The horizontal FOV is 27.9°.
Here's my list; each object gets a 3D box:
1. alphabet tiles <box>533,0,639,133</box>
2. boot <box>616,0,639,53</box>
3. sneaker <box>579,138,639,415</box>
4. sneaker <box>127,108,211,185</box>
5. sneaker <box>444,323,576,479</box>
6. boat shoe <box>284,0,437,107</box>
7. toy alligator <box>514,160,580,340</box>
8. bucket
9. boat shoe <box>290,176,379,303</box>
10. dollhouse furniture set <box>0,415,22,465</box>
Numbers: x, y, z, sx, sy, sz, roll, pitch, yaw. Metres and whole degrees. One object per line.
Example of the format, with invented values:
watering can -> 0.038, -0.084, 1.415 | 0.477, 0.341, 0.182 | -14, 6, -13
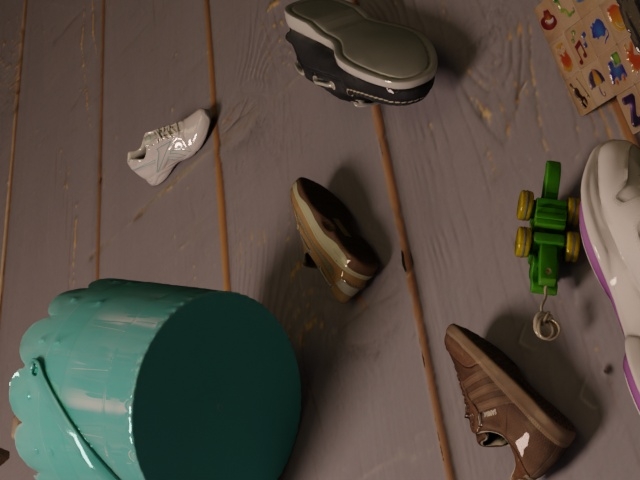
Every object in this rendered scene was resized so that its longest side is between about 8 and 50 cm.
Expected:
alphabet tiles -> 0.262, -0.195, 1.161 | 0.198, 0.009, 0.237 | 67, 165, 4
boot -> 0.386, -0.126, 0.938 | 0.222, 0.118, 0.338 | -41, 74, 24
sneaker -> 0.302, 0.030, 1.032 | 0.152, 0.114, 0.305 | -27, 49, 20
sneaker -> -0.218, -0.140, 1.851 | 0.152, 0.061, 0.054 | -40, 36, 24
sneaker -> 0.150, 0.143, 1.154 | 0.071, 0.066, 0.188 | -55, 33, 9
boat shoe -> 0.051, -0.210, 1.534 | 0.114, 0.091, 0.302 | -17, 31, -15
toy alligator -> 0.208, 0.015, 1.195 | 0.051, 0.056, 0.190 | 93, -176, -62
bucket -> -0.166, 0.171, 1.367 | 0.183, 0.281, 0.281 | 0, 65, 43
boat shoe -> 0.000, 0.000, 1.463 | 0.072, 0.068, 0.190 | -59, 32, 22
dollhouse furniture set -> -0.367, 0.242, 1.491 | 0.174, 0.355, 0.303 | -39, 38, 26
